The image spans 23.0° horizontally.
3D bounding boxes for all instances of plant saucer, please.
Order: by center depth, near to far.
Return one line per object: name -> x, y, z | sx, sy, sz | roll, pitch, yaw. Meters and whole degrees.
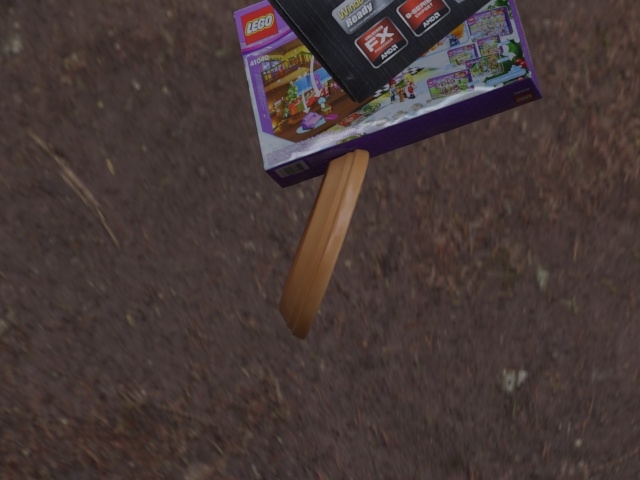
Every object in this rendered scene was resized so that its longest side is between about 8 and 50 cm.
plant saucer -> 0.000, 0.000, 1.572 | 0.037, 0.200, 0.200 | 19, 73, -2

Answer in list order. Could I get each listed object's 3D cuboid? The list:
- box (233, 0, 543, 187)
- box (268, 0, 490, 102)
box -> 0.066, -0.195, 1.649 | 0.293, 0.057, 0.200 | -18, 65, 14
box -> 0.045, -0.190, 0.545 | 0.231, 0.056, 0.183 | -37, 105, 8
